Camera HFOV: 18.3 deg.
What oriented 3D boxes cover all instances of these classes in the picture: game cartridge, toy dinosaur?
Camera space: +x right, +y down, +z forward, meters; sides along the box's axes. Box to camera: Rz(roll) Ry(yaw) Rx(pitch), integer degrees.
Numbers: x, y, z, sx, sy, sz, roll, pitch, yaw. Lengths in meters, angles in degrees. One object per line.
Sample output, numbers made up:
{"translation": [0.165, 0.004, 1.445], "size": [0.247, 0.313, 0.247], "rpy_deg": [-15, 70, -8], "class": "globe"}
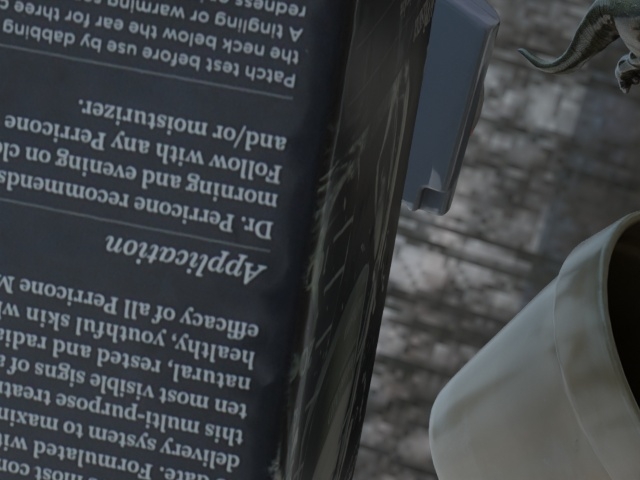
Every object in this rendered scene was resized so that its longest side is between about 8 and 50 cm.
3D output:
{"translation": [-0.013, -0.155, 1.574], "size": [0.062, 0.297, 0.198], "rpy_deg": [-42, -30, -63], "class": "game cartridge"}
{"translation": [0.335, -0.203, 1.815], "size": [0.121, 0.314, 0.160], "rpy_deg": [-64, -29, -27], "class": "toy dinosaur"}

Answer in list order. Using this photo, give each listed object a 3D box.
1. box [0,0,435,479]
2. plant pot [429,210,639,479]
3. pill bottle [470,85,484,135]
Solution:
{"translation": [-0.114, -0.002, 1.174], "size": [0.480, 0.297, 0.471], "rpy_deg": [-62, -17, -69], "class": "box"}
{"translation": [0.270, 0.174, 1.927], "size": [0.280, 0.323, 0.323], "rpy_deg": [-32, 23, 36], "class": "plant pot"}
{"translation": [0.073, -0.143, 1.887], "size": [0.283, 0.161, 0.161], "rpy_deg": [-24, -49, -80], "class": "pill bottle"}
